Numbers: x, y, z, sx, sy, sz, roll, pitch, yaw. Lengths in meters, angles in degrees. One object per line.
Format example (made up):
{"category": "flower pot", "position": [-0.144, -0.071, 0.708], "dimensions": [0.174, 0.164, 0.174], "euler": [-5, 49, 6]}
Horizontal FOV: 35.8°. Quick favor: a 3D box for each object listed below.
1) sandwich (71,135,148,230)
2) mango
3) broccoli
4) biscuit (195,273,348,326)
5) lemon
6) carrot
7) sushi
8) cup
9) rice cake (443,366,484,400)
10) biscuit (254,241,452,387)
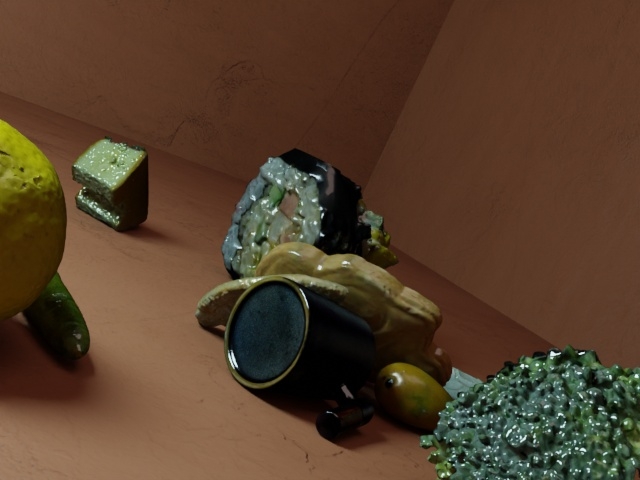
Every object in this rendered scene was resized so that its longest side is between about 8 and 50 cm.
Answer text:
{"category": "sandwich", "position": [-0.421, -0.092, 2.030], "dimensions": [0.122, 0.128, 0.235], "euler": [28, -35, 16]}
{"category": "mango", "position": [0.162, 0.260, 1.609], "dimensions": [0.163, 0.089, 0.111], "euler": [31, 3, -2]}
{"category": "broccoli", "position": [0.317, 0.304, 1.250], "dimensions": [0.281, 0.293, 0.348], "euler": [66, -6, -35]}
{"category": "biscuit", "position": [-0.077, 0.104, 1.584], "dimensions": [0.265, 0.040, 0.188], "euler": [-9, -31, 16]}
{"category": "lemon", "position": [-0.406, -0.021, 1.110], "dimensions": [0.267, 0.267, 0.267], "euler": [25, 8, -4]}
{"category": "carrot", "position": [-0.371, 0.067, 1.314], "dimensions": [0.074, 0.074, 0.358], "euler": [20, 12, -35]}
{"category": "sushi", "position": [0.000, 0.000, 2.010], "dimensions": [0.285, 0.328, 0.328], "euler": [13, 9, -35]}
{"category": "cup", "position": [-0.023, 0.189, 1.461], "dimensions": [0.166, 0.239, 0.177], "euler": [-20, -29, 33]}
{"category": "rice cake", "position": [0.270, 0.281, 1.913], "dimensions": [0.336, 0.063, 0.066], "euler": [25, 0, 5]}
{"category": "biscuit", "position": [0.056, 0.139, 1.655], "dimensions": [0.376, 0.269, 0.051], "euler": [32, 50, -2]}
